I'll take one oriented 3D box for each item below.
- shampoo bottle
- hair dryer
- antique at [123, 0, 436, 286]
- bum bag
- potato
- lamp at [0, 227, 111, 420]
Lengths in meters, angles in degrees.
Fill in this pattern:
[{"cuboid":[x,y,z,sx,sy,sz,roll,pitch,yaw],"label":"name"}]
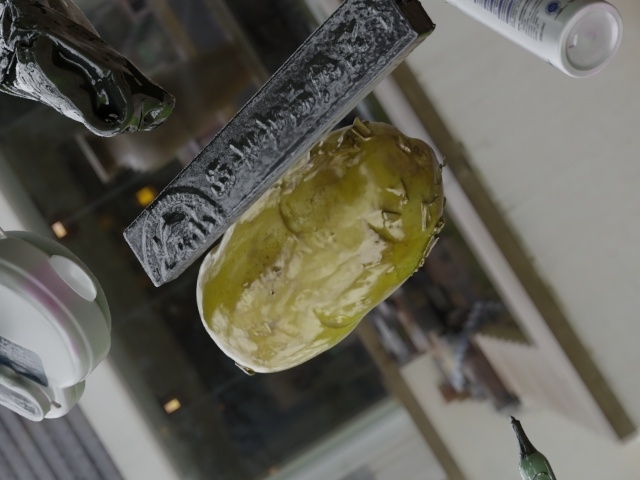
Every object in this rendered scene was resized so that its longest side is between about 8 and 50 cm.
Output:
[{"cuboid":[0.218,-0.279,2.018,0.303,0.092,0.092,39,165,49],"label":"shampoo bottle"},{"cuboid":[0.154,0.185,1.166,0.071,0.047,0.150,86,159,-81],"label":"hair dryer"},{"cuboid":[-0.021,-0.040,0.699,0.015,0.192,0.031,-20,-106,-46],"label":"antique"},{"cuboid":[-0.212,-0.151,1.213,0.142,0.080,0.326,35,-175,-44],"label":"bum bag"},{"cuboid":[0.000,0.000,1.697,0.140,0.300,0.173,3,-131,-50],"label":"potato"},{"cuboid":[-0.290,0.080,1.808,0.179,0.108,0.246,28,139,21],"label":"lamp"}]
